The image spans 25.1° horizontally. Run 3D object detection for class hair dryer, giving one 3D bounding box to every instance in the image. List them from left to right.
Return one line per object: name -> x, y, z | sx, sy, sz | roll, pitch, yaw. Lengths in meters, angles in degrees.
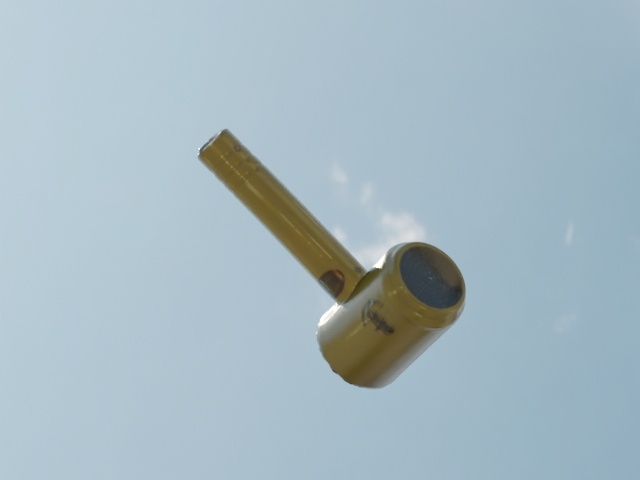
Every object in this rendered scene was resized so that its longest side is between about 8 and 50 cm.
hair dryer -> 0.000, 0.000, 1.315 | 0.279, 0.090, 0.135 | 45, -43, 4
